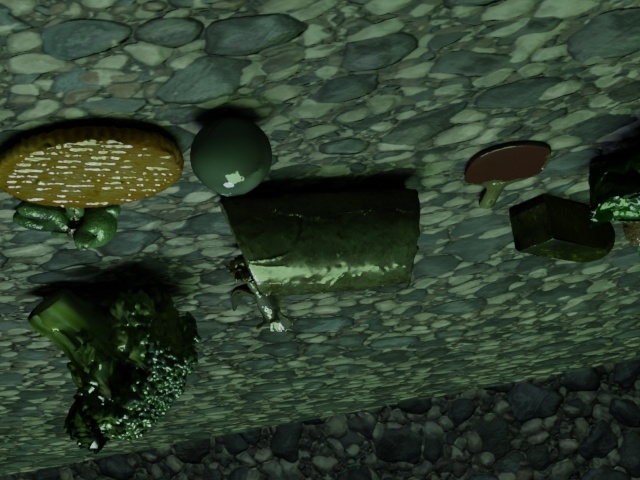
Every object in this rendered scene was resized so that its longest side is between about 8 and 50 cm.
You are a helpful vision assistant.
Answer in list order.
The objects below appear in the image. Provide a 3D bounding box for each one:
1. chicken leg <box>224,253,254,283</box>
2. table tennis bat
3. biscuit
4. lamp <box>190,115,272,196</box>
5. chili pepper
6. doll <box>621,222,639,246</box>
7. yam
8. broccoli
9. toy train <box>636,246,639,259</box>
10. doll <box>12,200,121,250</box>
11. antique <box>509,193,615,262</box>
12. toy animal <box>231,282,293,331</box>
[{"bbox_3d":[-0.043,0.033,2.150,0.227,0.088,0.103,-15,177,17],"label":"chicken leg"},{"bbox_3d":[0.283,-0.101,1.988,0.131,0.022,0.234,-7,161,-7],"label":"table tennis bat"},{"bbox_3d":[-0.306,-0.098,1.703,0.254,0.035,0.254,-6,162,-2],"label":"biscuit"},{"bbox_3d":[-0.115,-0.108,1.647,0.105,0.105,0.105,-8,162,-2],"label":"lamp"},{"bbox_3d":[0.560,-0.103,1.892,0.385,0.167,0.213,-5,151,32],"label":"chili pepper"},{"bbox_3d":[0.576,-0.040,2.184,0.221,0.115,0.105,2,171,-10],"label":"doll"},{"bbox_3d":[0.000,0.000,1.951,0.304,0.168,0.168,-5,162,-15],"label":"yam"},{"bbox_3d":[-0.353,0.213,2.269,0.277,0.338,0.317,-41,132,7],"label":"broccoli"},{"bbox_3d":[0.727,0.039,2.402,0.115,0.154,0.269,9,155,-40],"label":"toy train"},{"bbox_3d":[-0.370,-0.023,1.861,0.150,0.077,0.115,11,146,-19],"label":"doll"},{"bbox_3d":[0.428,-0.017,2.216,0.221,0.081,0.080,8,158,-43],"label":"antique"},{"bbox_3d":[-0.097,0.114,2.363,0.219,0.095,0.155,-17,165,21],"label":"toy animal"}]
